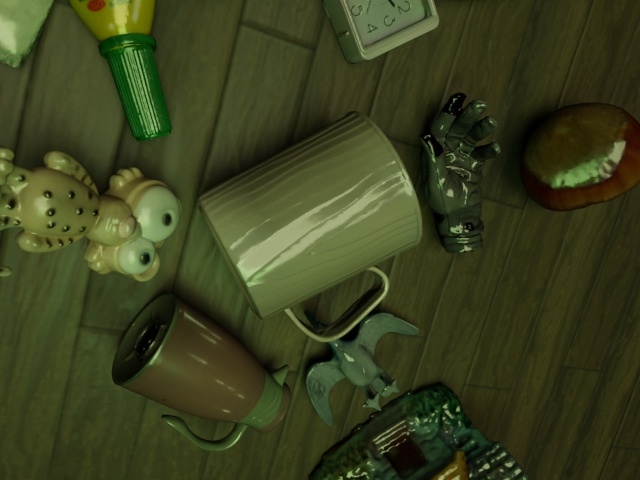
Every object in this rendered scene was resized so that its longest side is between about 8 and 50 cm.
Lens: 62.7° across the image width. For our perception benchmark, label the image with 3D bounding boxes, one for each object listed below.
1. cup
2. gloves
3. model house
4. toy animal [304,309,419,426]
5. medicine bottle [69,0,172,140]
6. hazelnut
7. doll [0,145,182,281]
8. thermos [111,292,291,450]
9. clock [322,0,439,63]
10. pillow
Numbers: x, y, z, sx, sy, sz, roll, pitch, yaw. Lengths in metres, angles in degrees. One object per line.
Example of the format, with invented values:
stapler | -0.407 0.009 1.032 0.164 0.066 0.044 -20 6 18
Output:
cup | -0.009 -0.012 0.788 0.273 0.208 0.288 -27 138 -11
gloves | 0.227 -0.104 0.886 0.143 0.119 0.285 -17 123 -27
model house | 0.207 0.503 0.910 0.360 0.339 0.297 -31 113 -10
toy animal | 0.067 0.208 0.927 0.239 0.176 0.255 -39 147 -4
medicine bottle | -0.259 -0.285 0.684 0.111 0.076 0.308 -11 109 1
hazelnut | 0.460 -0.148 0.933 0.210 0.210 0.186 -28 88 -11
doll | -0.296 -0.028 0.662 0.278 0.119 0.154 9 95 -60
thermos | -0.172 0.219 0.809 0.265 0.146 0.176 41 81 -29
clock | 0.077 -0.385 0.786 0.150 0.063 0.197 -29 111 -12
pillow | -0.450 -0.306 0.622 0.229 0.051 0.128 18 85 -25
